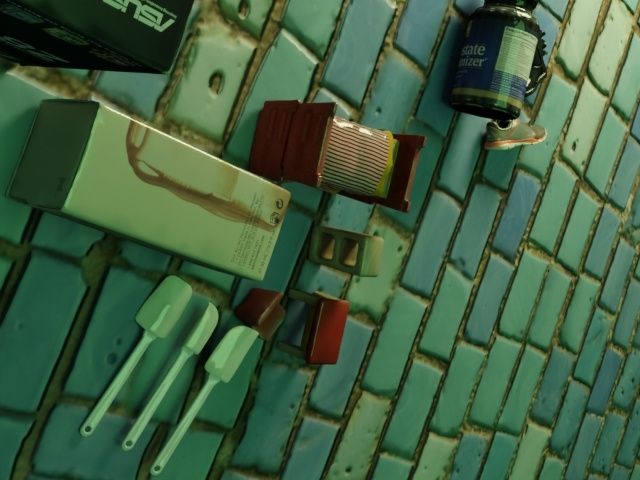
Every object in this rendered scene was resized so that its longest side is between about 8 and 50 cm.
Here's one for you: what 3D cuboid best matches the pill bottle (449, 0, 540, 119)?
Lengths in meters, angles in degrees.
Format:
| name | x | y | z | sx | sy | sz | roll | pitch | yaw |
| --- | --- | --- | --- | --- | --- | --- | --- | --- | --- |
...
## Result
| name | x | y | z | sx | sy | sz | roll | pitch | yaw |
| --- | --- | --- | --- | --- | --- | --- | --- | --- | --- |
| pill bottle | 0.302 | -0.323 | 1.456 | 0.122 | 0.122 | 0.219 | 11 | 93 | -44 |

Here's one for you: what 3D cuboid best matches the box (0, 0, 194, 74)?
| name | x | y | z | sx | sy | sz | roll | pitch | yaw |
| --- | --- | --- | --- | --- | --- | --- | --- | --- | --- |
| box | -0.353 | -0.262 | 0.734 | 0.394 | 0.318 | 0.097 | 21 | 87 | -45 |

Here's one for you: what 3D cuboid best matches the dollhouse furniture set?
| name | x | y | z | sx | sy | sz | roll | pitch | yaw |
| --- | --- | --- | --- | --- | --- | --- | --- | --- | --- |
| dollhouse furniture set | 0.000 | 0.000 | 1.237 | 0.201 | 0.152 | 0.374 | 9 | 95 | -43 |

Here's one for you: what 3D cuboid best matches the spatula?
| name | x | y | z | sx | sy | sz | roll | pitch | yaw |
| --- | --- | --- | --- | --- | --- | --- | --- | --- | --- |
| spatula | -0.211 | 0.186 | 1.166 | 0.168 | 0.019 | 0.242 | 39 | 79 | -30 |

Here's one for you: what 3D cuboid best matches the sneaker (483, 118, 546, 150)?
| name | x | y | z | sx | sy | sz | roll | pitch | yaw |
| --- | --- | --- | --- | --- | --- | --- | --- | --- | --- |
| sneaker | 0.365 | -0.208 | 1.588 | 0.157 | 0.061 | 0.065 | -17 | 105 | -40 |

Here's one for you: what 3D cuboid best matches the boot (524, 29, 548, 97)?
| name | x | y | z | sx | sy | sz | roll | pitch | yaw |
| --- | --- | --- | --- | --- | --- | --- | --- | --- | --- |
| boot | 0.381 | -0.330 | 1.580 | 0.121 | 0.045 | 0.099 | -43 | 128 | -36 |

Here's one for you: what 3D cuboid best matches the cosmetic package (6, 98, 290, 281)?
| name | x | y | z | sx | sy | sz | roll | pitch | yaw |
| --- | --- | --- | --- | --- | --- | --- | --- | --- | --- |
| cosmetic package | -0.200 | -0.056 | 1.042 | 0.296 | 0.153 | 0.129 | 23 | 83 | -45 |
